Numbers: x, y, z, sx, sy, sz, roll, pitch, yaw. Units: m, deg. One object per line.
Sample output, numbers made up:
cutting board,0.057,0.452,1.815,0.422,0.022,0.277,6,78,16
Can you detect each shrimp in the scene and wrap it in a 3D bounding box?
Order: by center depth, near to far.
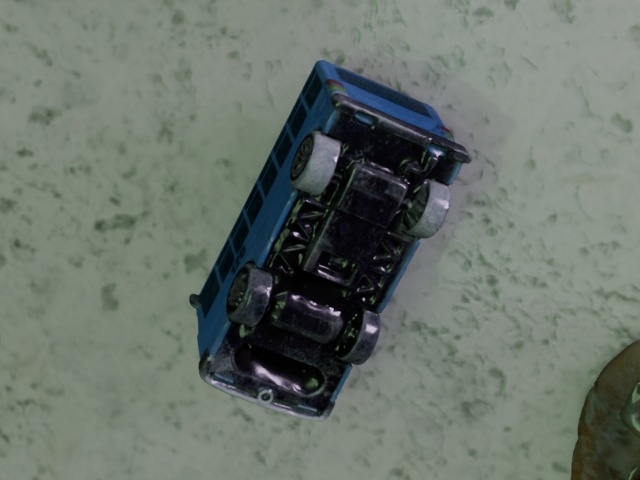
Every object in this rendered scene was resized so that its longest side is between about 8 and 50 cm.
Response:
shrimp,0.279,0.213,1.267,0.178,0.075,0.289,-30,92,28

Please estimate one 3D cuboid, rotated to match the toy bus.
toy bus,0.000,0.000,1.275,0.116,0.133,0.234,21,109,-19
